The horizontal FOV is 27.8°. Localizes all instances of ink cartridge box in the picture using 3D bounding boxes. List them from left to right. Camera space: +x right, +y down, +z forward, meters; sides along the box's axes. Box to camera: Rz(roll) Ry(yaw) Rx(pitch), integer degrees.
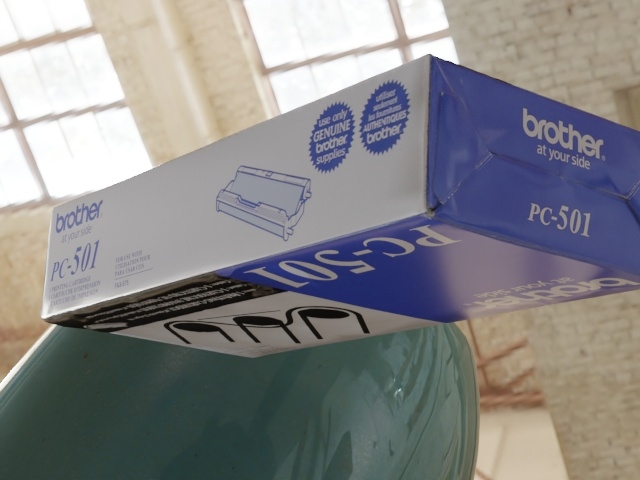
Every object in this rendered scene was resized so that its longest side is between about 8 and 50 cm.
[{"bbox_3d":[0.000,0.000,0.417,0.097,0.046,0.207,14,162,-36],"label":"ink cartridge box"}]

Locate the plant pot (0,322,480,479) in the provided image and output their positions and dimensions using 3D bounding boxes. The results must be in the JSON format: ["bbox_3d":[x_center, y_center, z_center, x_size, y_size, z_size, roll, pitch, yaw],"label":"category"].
[{"bbox_3d":[-0.043,0.123,0.750,0.293,0.293,0.235,10,-117,51],"label":"plant pot"}]
